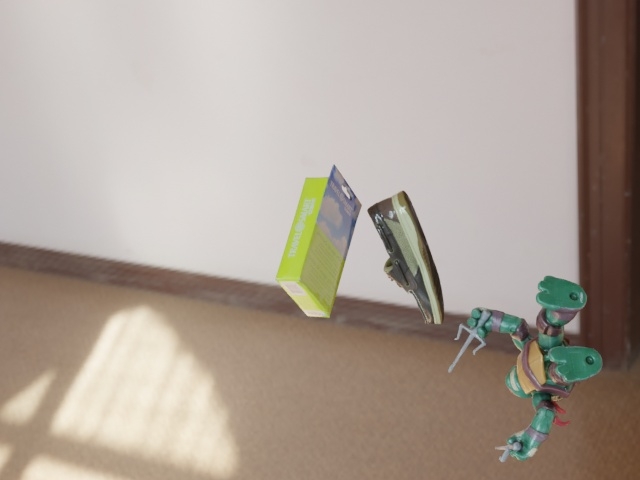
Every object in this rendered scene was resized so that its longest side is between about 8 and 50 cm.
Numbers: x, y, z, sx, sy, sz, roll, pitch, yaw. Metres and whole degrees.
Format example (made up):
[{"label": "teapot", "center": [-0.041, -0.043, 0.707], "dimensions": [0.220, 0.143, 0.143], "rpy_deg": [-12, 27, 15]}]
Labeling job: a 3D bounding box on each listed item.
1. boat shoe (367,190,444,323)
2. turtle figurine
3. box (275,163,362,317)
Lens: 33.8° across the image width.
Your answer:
[{"label": "boat shoe", "center": [0.130, 0.032, 1.588], "dimensions": [0.073, 0.224, 0.080], "rpy_deg": [-15, 25, 13]}, {"label": "turtle figurine", "center": [0.236, 0.141, 1.181], "dimensions": [0.118, 0.234, 0.175], "rpy_deg": [-18, 67, -21]}, {"label": "box", "center": [0.000, 0.000, 1.413], "dimensions": [0.042, 0.109, 0.178], "rpy_deg": [1, 60, 28]}]
